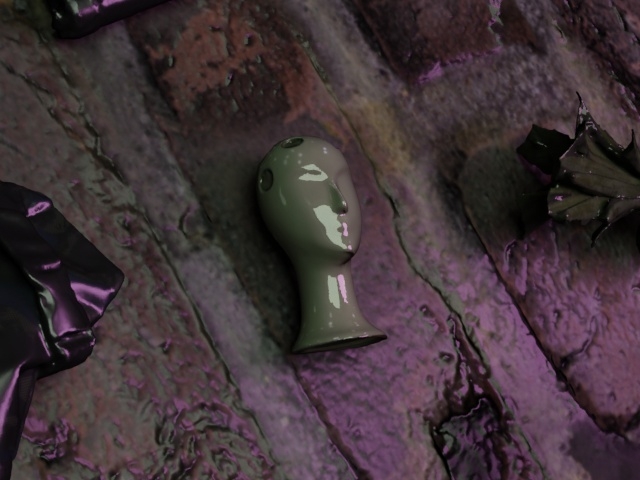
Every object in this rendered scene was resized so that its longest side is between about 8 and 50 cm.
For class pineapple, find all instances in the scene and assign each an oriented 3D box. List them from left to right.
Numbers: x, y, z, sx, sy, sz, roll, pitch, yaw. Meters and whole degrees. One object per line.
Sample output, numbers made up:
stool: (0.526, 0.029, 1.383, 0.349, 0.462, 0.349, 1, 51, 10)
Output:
pineapple: (0.292, -0.025, 1.045, 0.277, 0.119, 0.130, 17, 109, -18)

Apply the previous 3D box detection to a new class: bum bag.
bum bag: (-0.224, 0.087, 0.772, 0.137, 0.074, 0.310, 23, 57, -3)

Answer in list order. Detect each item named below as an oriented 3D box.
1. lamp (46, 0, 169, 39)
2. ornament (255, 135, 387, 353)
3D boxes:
lamp: (-0.167, -0.370, 0.857, 0.205, 0.272, 0.374, -28, 85, -29)
ornament: (0.000, 0.000, 0.912, 0.075, 0.081, 0.156, -4, 77, -32)
